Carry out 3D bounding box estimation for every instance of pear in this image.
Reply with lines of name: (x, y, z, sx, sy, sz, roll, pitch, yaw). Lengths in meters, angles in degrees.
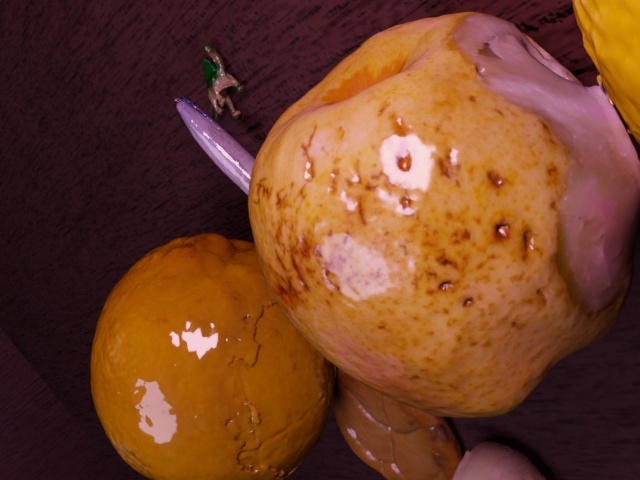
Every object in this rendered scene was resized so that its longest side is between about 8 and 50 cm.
pear: (0.085, -0.014, 0.747, 0.271, 0.271, 0.271, 37, 151, 24)

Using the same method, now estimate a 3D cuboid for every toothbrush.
toothbrush: (0.000, 0.000, 1.116, 0.413, 0.035, 0.042, 43, 138, 1)

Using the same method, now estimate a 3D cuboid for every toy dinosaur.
toy dinosaur: (-0.106, -0.153, 1.124, 0.060, 0.029, 0.120, 60, 162, 15)

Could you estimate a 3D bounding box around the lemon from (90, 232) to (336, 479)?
lemon: (-0.122, 0.144, 1.255, 0.297, 0.297, 0.297, 37, 151, 24)

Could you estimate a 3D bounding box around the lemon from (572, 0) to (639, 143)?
lemon: (0.217, -0.137, 0.388, 0.258, 0.258, 0.310, 37, 143, 23)

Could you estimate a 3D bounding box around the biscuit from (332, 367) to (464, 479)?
biscuit: (0.085, 0.222, 1.299, 0.203, 0.041, 0.260, 31, 151, 33)

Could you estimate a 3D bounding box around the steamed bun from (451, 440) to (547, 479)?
steamed bun: (0.191, 0.280, 1.156, 0.112, 0.091, 0.130, 20, 141, 42)
